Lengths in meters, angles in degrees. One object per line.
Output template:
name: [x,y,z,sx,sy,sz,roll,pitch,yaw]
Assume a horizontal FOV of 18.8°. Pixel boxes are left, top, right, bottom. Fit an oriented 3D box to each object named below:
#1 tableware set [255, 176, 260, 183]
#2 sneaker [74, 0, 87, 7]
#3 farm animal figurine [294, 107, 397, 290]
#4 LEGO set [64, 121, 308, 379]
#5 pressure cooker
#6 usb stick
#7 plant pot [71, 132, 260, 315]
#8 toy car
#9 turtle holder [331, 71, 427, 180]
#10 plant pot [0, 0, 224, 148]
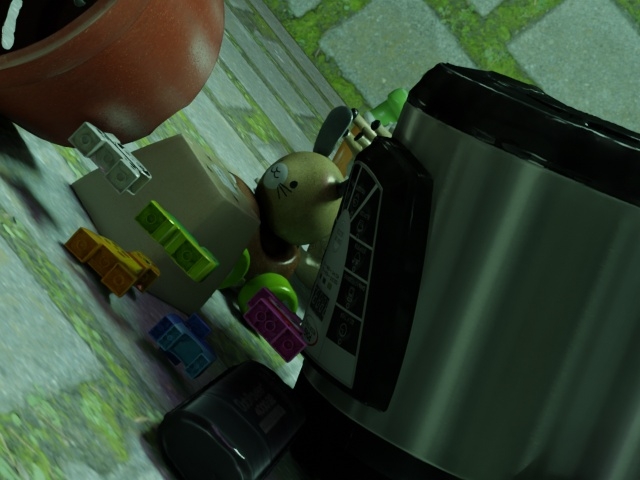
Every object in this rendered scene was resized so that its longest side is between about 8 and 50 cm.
tableware set: [0.000,0.000,2.259,0.194,0.039,0.128,48,9,-16]
sneaker: [-0.256,-0.251,1.992,0.083,0.035,0.031,55,8,23]
farm animal figurine: [0.086,0.036,1.984,0.172,0.330,0.327,43,-17,-32]
LEGO set: [-0.112,0.022,1.429,0.227,0.087,0.093,46,7,5]
pressure cooker: [0.176,0.105,1.552,0.375,0.420,0.370,27,11,32]
usb stick: [-0.058,0.132,1.366,0.077,0.045,0.278,45,8,3]
plant pot: [-0.115,-0.021,1.546,0.109,0.096,0.109,56,10,28]
toy car: [-0.035,-0.042,1.740,0.149,0.188,0.155,44,10,-40]
turtle holder: [0.144,-0.041,2.562,0.320,0.227,0.243,44,10,-42]
plant pot: [-0.199,-0.200,1.400,0.272,0.272,0.265,54,0,21]
